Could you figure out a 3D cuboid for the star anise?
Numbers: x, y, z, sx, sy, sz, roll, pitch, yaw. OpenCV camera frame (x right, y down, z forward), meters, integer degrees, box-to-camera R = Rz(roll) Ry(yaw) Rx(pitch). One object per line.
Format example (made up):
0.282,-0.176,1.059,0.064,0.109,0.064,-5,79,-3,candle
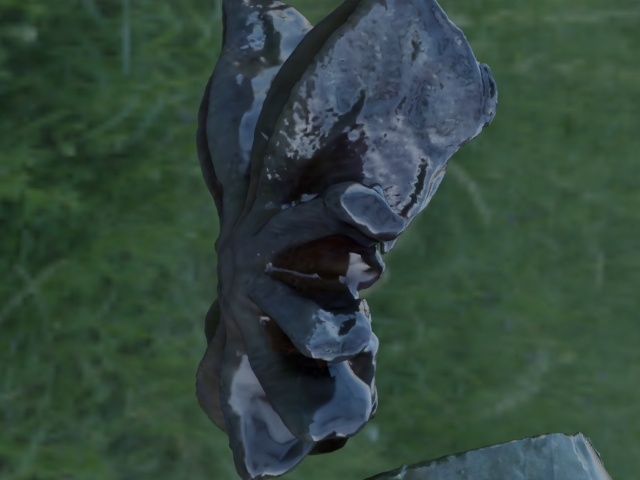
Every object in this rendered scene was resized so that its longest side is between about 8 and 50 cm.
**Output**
0.001,-0.005,0.849,0.110,0.198,0.258,4,97,-18,star anise

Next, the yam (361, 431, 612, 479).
0.109,0.224,0.903,0.161,0.161,0.268,-12,73,-59,yam
